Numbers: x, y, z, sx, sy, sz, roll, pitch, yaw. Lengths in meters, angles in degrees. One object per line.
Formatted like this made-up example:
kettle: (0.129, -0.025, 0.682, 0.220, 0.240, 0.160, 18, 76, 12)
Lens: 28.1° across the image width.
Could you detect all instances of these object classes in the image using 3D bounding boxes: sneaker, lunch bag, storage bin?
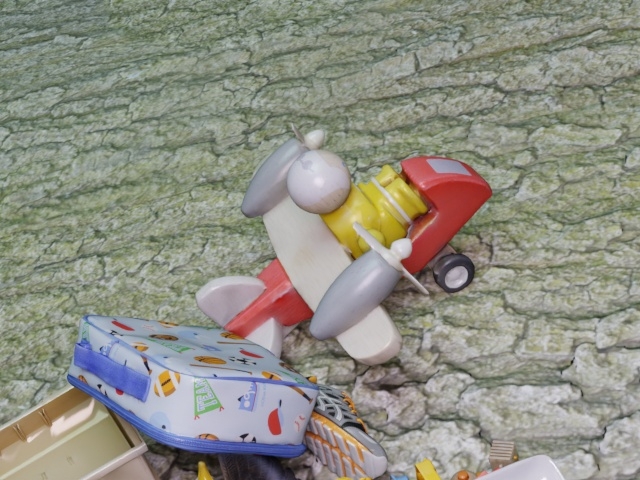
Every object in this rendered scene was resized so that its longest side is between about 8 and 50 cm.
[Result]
sneaker: (0.015, 0.228, 1.615, 0.083, 0.084, 0.215, -30, 38, -29)
lunch bag: (-0.168, 0.175, 1.571, 0.243, 0.114, 0.303, 9, 5, -40)
storage bin: (-0.367, 0.299, 1.666, 0.262, 0.123, 0.260, -31, 38, -13)

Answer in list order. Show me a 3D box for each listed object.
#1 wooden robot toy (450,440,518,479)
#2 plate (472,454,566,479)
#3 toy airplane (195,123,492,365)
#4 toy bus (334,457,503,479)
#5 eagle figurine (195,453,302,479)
wooden robot toy: (0.182, 0.287, 1.461, 0.076, 0.079, 0.173, 14, 49, 37)
plate: (0.167, 0.369, 1.216, 0.278, 0.045, 0.277, -17, 60, -21)
toy airplane: (0.000, 0.000, 1.747, 0.386, 0.272, 0.384, 5, 44, 30)
toy bus: (0.112, 0.311, 1.372, 0.211, 0.149, 0.220, -39, 55, -19)
eagle figurine: (-0.112, 0.352, 1.464, 0.226, 0.225, 0.298, 17, -4, -10)
